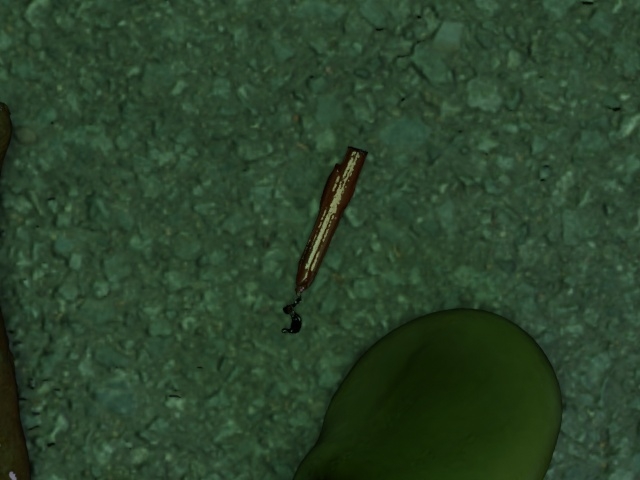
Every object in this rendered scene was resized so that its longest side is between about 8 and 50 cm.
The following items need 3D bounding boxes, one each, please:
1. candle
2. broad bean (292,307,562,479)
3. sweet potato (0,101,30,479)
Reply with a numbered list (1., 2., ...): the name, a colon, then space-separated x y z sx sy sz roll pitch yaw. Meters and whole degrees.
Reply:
1. candle: 0.000 0.000 1.505 0.026 0.021 0.167 22 90 26
2. broad bean: 0.085 0.169 1.442 0.189 0.121 0.263 33 79 25
3. sweet potato: -0.301 0.058 1.464 0.114 0.092 0.342 -4 90 -17
